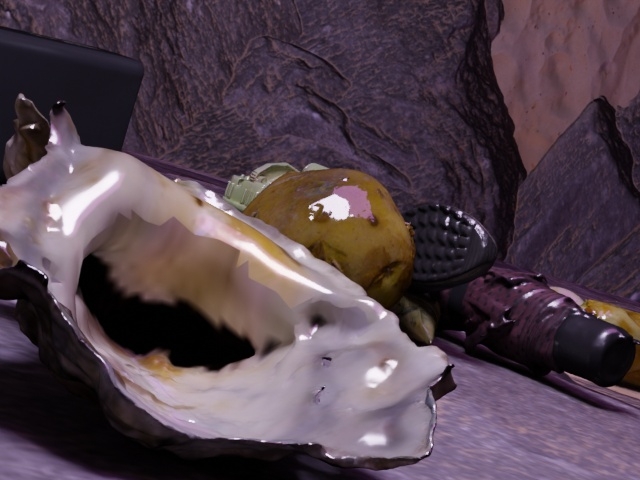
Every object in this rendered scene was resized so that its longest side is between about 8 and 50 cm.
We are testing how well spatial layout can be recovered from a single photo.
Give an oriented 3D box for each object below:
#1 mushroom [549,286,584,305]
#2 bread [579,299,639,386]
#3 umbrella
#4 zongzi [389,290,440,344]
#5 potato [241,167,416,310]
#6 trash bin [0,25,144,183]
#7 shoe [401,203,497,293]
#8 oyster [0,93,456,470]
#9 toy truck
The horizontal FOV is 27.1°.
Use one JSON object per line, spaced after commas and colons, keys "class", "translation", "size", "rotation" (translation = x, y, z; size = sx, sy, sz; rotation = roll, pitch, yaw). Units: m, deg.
{"class": "mushroom", "translation": [0.245, 0.088, 1.410], "size": [0.084, 0.067, 0.083], "rotation": [-11, 25, 5]}
{"class": "bread", "translation": [0.406, 0.135, 1.390], "size": [0.368, 0.084, 0.077], "rotation": [18, 48, -23]}
{"class": "umbrella", "translation": [0.162, 0.063, 1.230], "size": [0.094, 0.090, 0.326], "rotation": [19, 3, -39]}
{"class": "zongzi", "translation": [0.064, 0.069, 1.156], "size": [0.076, 0.040, 0.083], "rotation": [12, 21, 7]}
{"class": "potato", "translation": [0.000, 0.000, 1.129], "size": [0.176, 0.137, 0.137], "rotation": [18, 4, 35]}
{"class": "trash bin", "translation": [-0.320, -0.140, 1.391], "size": [0.115, 0.165, 0.225], "rotation": [22, 8, 40]}
{"class": "shoe", "translation": [0.096, 0.015, 1.194], "size": [0.077, 0.074, 0.194], "rotation": [24, -17, -35]}
{"class": "oyster", "translation": [-0.073, 0.027, 0.615], "size": [0.275, 0.100, 0.271], "rotation": [31, 8, 6]}
{"class": "toy truck", "translation": [-0.028, -0.034, 1.530], "size": [0.191, 0.116, 0.085], "rotation": [14, 7, -40]}
